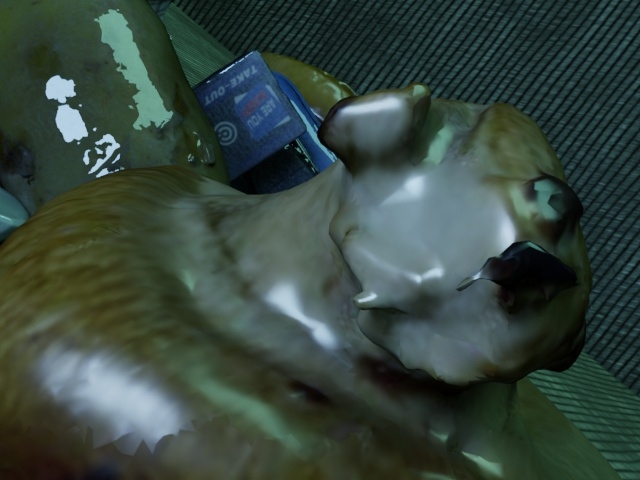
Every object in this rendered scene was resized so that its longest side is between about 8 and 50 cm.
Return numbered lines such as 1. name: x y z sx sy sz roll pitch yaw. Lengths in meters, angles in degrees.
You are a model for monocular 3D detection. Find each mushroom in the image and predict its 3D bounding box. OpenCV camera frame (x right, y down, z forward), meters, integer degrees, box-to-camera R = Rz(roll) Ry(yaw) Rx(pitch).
1. mushroom: 0.027 0.080 0.522 0.345 0.259 0.345 38 9 -7

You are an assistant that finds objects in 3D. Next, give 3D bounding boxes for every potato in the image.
1. potato: -0.149 -0.077 0.899 0.262 0.165 0.165 58 15 20

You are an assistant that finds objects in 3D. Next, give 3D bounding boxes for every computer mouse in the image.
1. computer mouse: -0.224 -0.020 0.796 0.110 0.032 0.056 18 18 -45

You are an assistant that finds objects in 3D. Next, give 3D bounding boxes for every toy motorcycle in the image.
1. toy motorcycle: 0.000 0.000 1.211 0.358 0.125 0.212 56 1 -12

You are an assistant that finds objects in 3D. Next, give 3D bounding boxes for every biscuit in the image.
1. biscuit: -0.004 -0.125 1.748 0.296 0.102 0.296 35 -20 15

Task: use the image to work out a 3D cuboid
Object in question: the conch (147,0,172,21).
1. conch: -0.279 -0.266 1.446 0.386 0.169 0.203 23 -43 51
